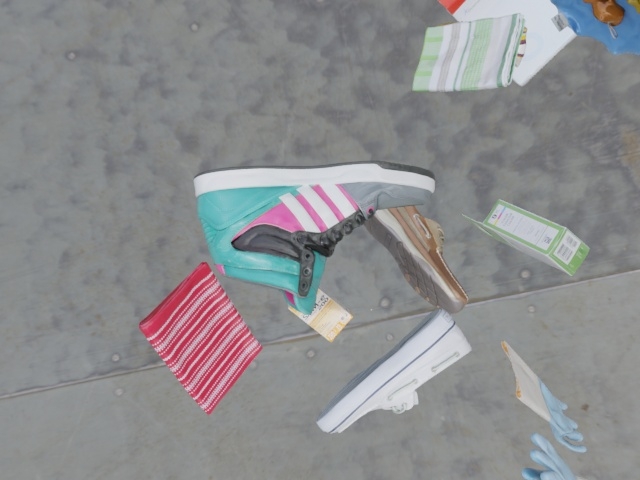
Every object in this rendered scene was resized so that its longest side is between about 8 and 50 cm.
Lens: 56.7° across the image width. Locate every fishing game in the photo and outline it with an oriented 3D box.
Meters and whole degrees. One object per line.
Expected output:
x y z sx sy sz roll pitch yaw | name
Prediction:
0.287 -0.224 0.546 0.264 0.189 0.041 34 80 -12 | fishing game

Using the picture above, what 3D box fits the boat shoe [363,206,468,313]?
0.207 0.004 1.239 0.116 0.123 0.324 -31 73 -16 | boat shoe

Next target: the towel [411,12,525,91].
0.209 -0.269 0.857 0.152 0.023 0.113 8 76 38 | towel

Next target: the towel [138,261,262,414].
-0.238 0.203 1.236 0.031 0.274 0.199 4 42 42 | towel

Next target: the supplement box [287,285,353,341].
0.000 0.121 1.030 0.098 0.036 0.062 39 96 -11 | supplement box

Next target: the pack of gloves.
0.290 0.264 0.749 0.046 0.232 0.195 -31 38 23 | pack of gloves

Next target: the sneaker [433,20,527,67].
0.301 -0.377 1.151 0.186 0.069 0.083 10 120 20 | sneaker

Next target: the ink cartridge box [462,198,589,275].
0.383 -0.017 1.120 0.209 0.109 0.062 34 95 50 | ink cartridge box

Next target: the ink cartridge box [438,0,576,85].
0.414 -0.576 1.263 0.385 0.091 0.308 46 115 3 | ink cartridge box

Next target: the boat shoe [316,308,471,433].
0.099 0.188 0.771 0.226 0.083 0.076 -41 86 4 | boat shoe

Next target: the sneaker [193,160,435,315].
0.000 0.000 0.722 0.296 0.124 0.178 -3 86 -6 | sneaker
